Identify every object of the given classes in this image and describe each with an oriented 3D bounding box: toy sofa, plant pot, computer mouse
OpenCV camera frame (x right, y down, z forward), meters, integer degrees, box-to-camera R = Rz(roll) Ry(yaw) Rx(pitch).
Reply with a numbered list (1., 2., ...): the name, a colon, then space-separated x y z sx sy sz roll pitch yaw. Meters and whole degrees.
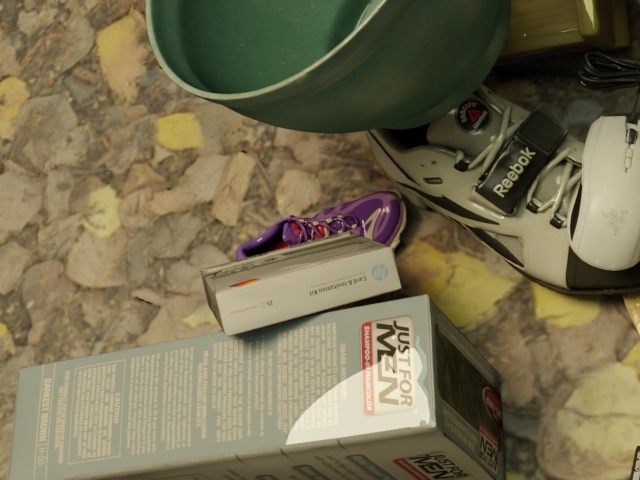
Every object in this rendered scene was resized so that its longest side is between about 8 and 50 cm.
1. toy sofa: 0.103 -0.226 1.286 0.362 0.177 0.150 -7 87 22
2. plant pot: 0.031 -0.205 1.088 0.293 0.196 0.293 -20 57 33
3. computer mouse: 0.246 -0.068 1.075 0.106 0.042 0.193 13 66 3

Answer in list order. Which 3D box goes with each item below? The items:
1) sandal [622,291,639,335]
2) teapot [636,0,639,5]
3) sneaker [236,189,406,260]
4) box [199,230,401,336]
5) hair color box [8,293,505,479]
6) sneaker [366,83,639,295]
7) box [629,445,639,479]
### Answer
1. sandal: 0.300 0.099 1.058 0.088 0.079 0.240 -32 57 9
2. teapot: 0.396 -0.226 1.102 0.256 0.187 0.252 -44 56 0
3. sneaker: 0.000 0.000 1.256 0.170 0.071 0.068 -25 59 12
4. box: -0.022 0.032 1.133 0.145 0.186 0.038 -15 96 -8
5. hair color box: -0.051 0.158 1.136 0.374 0.185 0.114 -11 62 21
6. sneaker: 0.156 -0.058 1.151 0.330 0.146 0.122 24 76 36
7. box: 0.268 0.201 1.046 0.067 0.018 0.083 -7 61 52
